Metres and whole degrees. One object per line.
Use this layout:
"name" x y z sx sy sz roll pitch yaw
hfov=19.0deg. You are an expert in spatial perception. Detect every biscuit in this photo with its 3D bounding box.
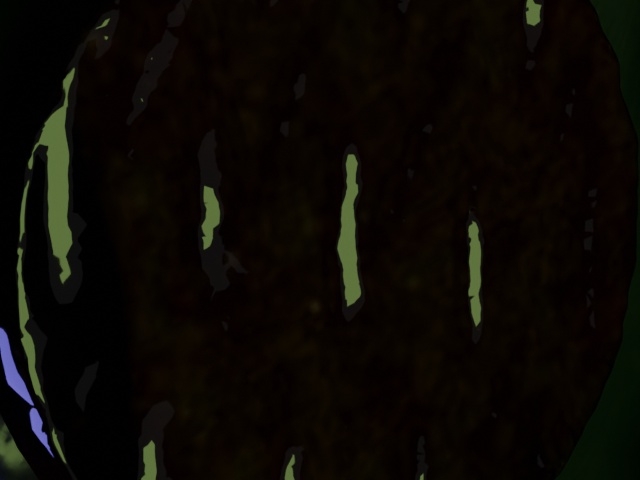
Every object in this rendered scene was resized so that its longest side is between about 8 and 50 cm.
"biscuit" 0.000 0.000 1.019 0.407 0.091 0.407 -7 103 -32

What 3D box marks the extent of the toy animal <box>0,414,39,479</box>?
"toy animal" -0.164 0.106 1.081 0.343 0.106 0.168 -34 131 -10
